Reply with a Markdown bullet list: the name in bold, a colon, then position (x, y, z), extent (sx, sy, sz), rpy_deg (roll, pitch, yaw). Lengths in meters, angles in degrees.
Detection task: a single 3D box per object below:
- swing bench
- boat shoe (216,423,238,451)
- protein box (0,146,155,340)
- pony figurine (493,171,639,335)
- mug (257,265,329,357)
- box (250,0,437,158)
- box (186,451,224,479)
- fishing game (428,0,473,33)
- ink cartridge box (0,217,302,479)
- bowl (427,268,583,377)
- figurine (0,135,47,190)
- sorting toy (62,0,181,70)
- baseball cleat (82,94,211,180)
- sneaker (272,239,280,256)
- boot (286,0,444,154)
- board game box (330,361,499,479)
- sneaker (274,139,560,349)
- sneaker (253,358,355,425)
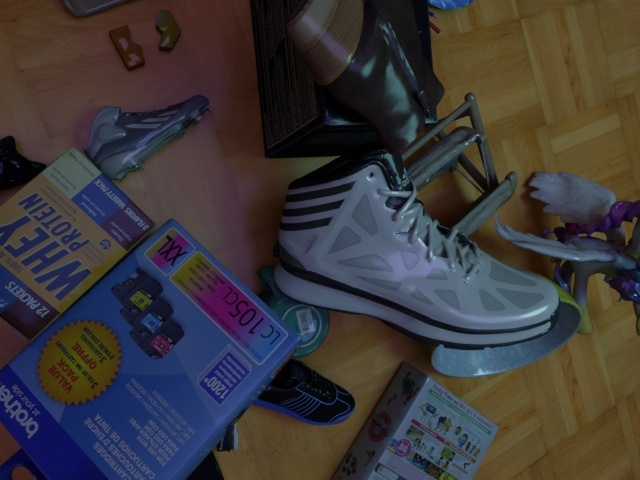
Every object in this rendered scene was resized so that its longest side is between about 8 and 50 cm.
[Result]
- **swing bench**: position (0.219, -0.091, 0.867), extent (0.253, 0.165, 0.254), rpy_deg (-40, 105, -16)
- **boat shoe**: position (-0.165, 0.306, 0.792), extent (0.038, 0.046, 0.125), rpy_deg (-2, 95, -18)
- **protein box**: position (-0.352, 0.000, 0.625), extent (0.200, 0.201, 0.136), rpy_deg (-47, 107, -14)
- **pony figurine**: position (0.560, 0.023, 0.926), extent (0.303, 0.351, 0.363), rpy_deg (-44, 136, -35)
- **mug**: position (-0.060, 0.134, 0.799), extent (0.158, 0.097, 0.129), rpy_deg (32, 80, -19)
- **box**: position (0.018, -0.299, 0.712), extent (0.183, 0.294, 0.296), rpy_deg (-6, 94, -22)
- **box**: position (-0.267, 0.373, 0.735), extent (0.180, 0.077, 0.147), rpy_deg (-22, 99, -19)
- **fishing game**: position (0.257, -0.567, 0.937), extent (0.189, 0.041, 0.264), rpy_deg (36, 84, -11)
- **ink cartridge box**: position (-0.253, 0.205, 0.642), extent (0.270, 0.151, 0.395), rpy_deg (40, 76, 11)
- **bowl**: position (0.339, 0.139, 0.907), extent (0.290, 0.289, 0.156), rpy_deg (9, 45, -21)
- **figurine**: position (-0.538, -0.116, 0.620), extent (0.209, 0.092, 0.215), rpy_deg (-45, 105, -23)
- **sorting toy**: position (-0.312, -0.446, 0.714), extent (0.229, 0.041, 0.307), rpy_deg (-30, 102, -18)
- **baseball cleat**: position (-0.278, -0.189, 0.720), extent (0.206, 0.072, 0.109), rpy_deg (-45, 99, -18)
- **sneaker**: position (0.001, 0.000, 0.847), extent (0.170, 0.051, 0.089), rpy_deg (10, 88, -17)
- **boot**: position (0.087, -0.259, 0.553), extent (0.207, 0.090, 0.248), rpy_deg (40, 75, -30)
- **board game box**: position (0.187, 0.438, 0.906), extent (0.224, 0.097, 0.303), rpy_deg (39, 79, -19)
- **sneaker**: position (0.147, -0.002, 0.672), extent (0.448, 0.169, 0.257), rpy_deg (10, 121, 9)
- **sneaker**: position (-0.029, 0.265, 0.807), extent (0.232, 0.090, 0.081), rpy_deg (19, 41, -20)
